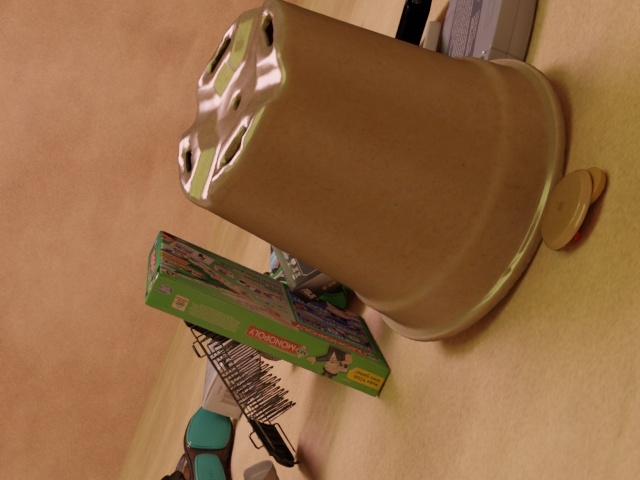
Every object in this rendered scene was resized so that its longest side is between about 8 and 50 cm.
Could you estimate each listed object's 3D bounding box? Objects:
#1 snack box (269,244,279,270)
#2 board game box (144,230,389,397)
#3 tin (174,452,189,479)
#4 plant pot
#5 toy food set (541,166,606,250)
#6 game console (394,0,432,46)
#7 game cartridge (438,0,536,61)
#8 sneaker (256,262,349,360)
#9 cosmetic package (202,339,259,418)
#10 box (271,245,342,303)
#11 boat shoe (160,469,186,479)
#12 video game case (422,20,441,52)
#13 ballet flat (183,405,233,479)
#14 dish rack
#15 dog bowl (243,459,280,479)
[{"bbox_3d":[-0.012,-0.106,2.050,0.187,0.060,0.322,-93,27,-62],"label":"snack box"},{"bbox_3d":[-0.076,0.092,1.402,0.046,0.317,0.213,-63,13,11],"label":"board game box"},{"bbox_3d":[-0.312,0.562,2.320,0.106,0.040,0.189,136,152,-71],"label":"tin"},{"bbox_3d":[0.030,-0.094,1.125,0.334,0.306,0.333,-43,36,43],"label":"plant pot"},{"bbox_3d":[0.232,-0.029,0.984,0.082,0.020,0.083,164,125,-75],"label":"toy food set"},{"bbox_3d":[0.119,-0.240,1.622,0.213,0.044,0.361,105,180,-50],"label":"game console"},{"bbox_3d":[0.211,-0.263,1.378,0.196,0.060,0.294,126,160,-61],"label":"game cartridge"},{"bbox_3d":[-0.046,0.115,1.685,0.343,0.134,0.146,119,154,-57],"label":"sneaker"},{"bbox_3d":[-0.179,0.242,2.155,0.231,0.086,0.117,-98,31,-63],"label":"cosmetic package"},{"bbox_3d":[0.006,-0.056,1.460,0.183,0.056,0.231,-31,60,9],"label":"box"},{"bbox_3d":[-0.287,0.532,2.080,0.122,0.120,0.324,-42,-1,-13],"label":"boat shoe"},{"bbox_3d":[0.138,-0.193,1.484,0.190,0.022,0.173,-72,-8,-56],"label":"video game case"},{"bbox_3d":[-0.221,0.427,2.031,0.280,0.095,0.096,-94,15,-62],"label":"ballet flat"},{"bbox_3d":[-0.100,0.205,1.551,0.074,0.271,0.208,-34,-15,1],"label":"dish rack"},{"bbox_3d":[-0.174,0.443,1.425,0.349,0.102,0.349,-38,0,0],"label":"dog bowl"}]
